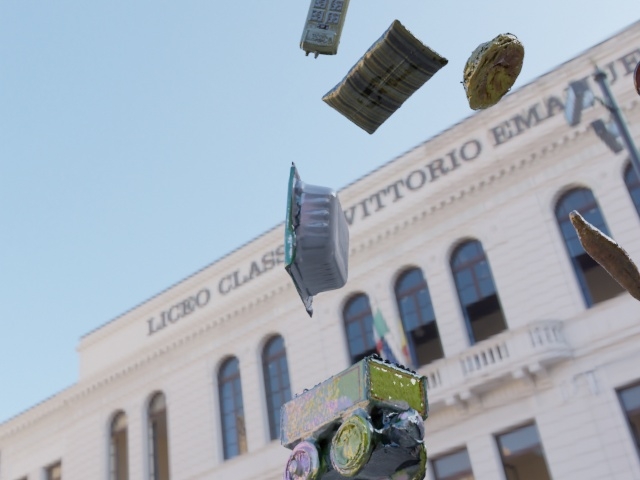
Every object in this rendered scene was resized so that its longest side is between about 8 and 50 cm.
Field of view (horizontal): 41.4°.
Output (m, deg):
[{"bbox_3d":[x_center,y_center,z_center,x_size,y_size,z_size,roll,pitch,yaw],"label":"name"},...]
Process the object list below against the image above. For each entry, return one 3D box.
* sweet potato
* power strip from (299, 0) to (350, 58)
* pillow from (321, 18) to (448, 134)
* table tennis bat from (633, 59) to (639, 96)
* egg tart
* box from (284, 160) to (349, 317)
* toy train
[{"bbox_3d":[0.707,0.047,2.021,0.314,0.066,0.072,42,-37,-7],"label":"sweet potato"},{"bbox_3d":[0.009,-0.424,1.634,0.076,0.169,0.028,11,-19,6],"label":"power strip"},{"bbox_3d":[0.101,-0.258,1.370,0.113,0.038,0.203,33,-46,-16],"label":"pillow"},{"bbox_3d":[0.595,-0.256,1.464,0.098,0.154,0.019,-4,-8,15],"label":"table tennis bat"},{"bbox_3d":[0.255,-0.259,1.284,0.130,0.052,0.130,-33,-34,-26],"label":"egg tart"},{"bbox_3d":[0.000,0.000,1.922,0.106,0.264,0.336,-1,-24,10],"label":"box"},{"bbox_3d":[0.046,0.279,1.216,0.134,0.177,0.261,24,-42,-32],"label":"toy train"}]
